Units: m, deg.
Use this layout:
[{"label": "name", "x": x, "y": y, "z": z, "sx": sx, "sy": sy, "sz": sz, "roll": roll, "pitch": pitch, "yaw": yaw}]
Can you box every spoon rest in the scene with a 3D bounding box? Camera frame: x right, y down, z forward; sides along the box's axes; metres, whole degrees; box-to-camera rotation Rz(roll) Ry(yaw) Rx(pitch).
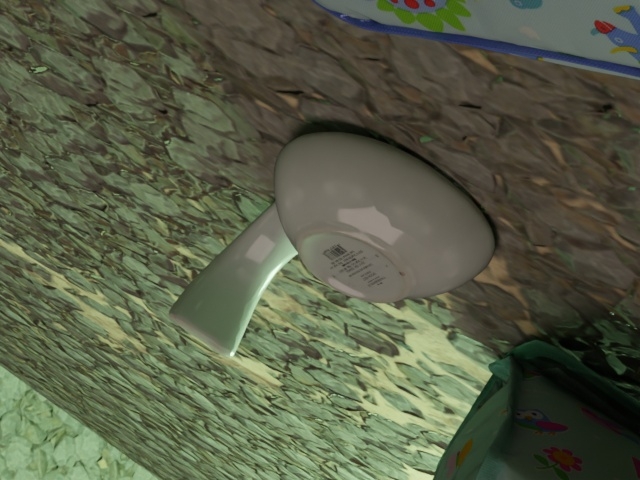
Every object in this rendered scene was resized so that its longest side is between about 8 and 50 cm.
[{"label": "spoon rest", "x": 0.000, "y": 0.000, "z": 0.947, "sx": 0.137, "sy": 0.084, "sz": 0.276, "roll": 37, "pitch": 148, "yaw": -19}]

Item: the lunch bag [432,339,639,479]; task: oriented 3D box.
[{"label": "lunch bag", "x": 0.177, "y": 0.183, "z": 0.948, "sx": 0.223, "sy": 0.160, "sz": 0.262, "roll": 32, "pitch": -160, "yaw": 4}]

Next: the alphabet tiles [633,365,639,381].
[{"label": "alphabet tiles", "x": 0.297, "y": 0.121, "z": 0.862, "sx": 0.237, "sy": 0.009, "sz": 0.198, "roll": 31, "pitch": 162, "yaw": 5}]

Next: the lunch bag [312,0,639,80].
[{"label": "lunch bag", "x": 0.059, "y": -0.127, "z": 0.461, "sx": 0.219, "sy": 0.090, "sz": 0.176, "roll": 17, "pitch": 156, "yaw": 38}]
